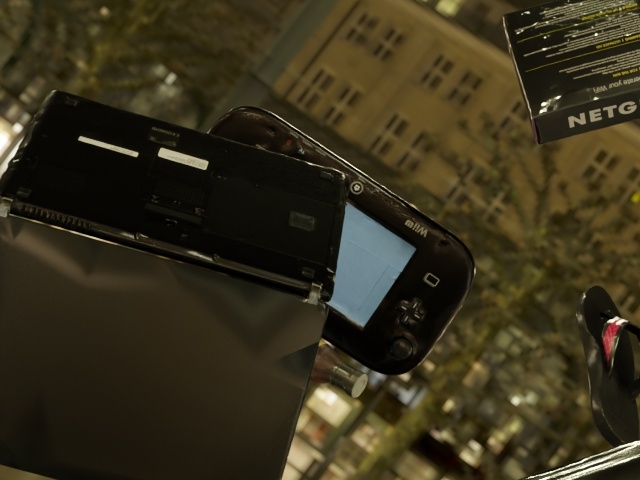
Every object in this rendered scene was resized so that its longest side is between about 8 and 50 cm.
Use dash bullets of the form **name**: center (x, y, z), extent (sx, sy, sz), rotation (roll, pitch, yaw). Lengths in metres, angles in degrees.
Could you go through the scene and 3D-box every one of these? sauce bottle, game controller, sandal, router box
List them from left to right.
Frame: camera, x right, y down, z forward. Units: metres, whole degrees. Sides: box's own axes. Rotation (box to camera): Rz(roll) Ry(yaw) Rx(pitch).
- **sauce bottle**: center (-0.012, 0.111, 1.441), extent (0.128, 0.042, 0.042), rotation (27, -10, 25)
- **game controller**: center (0.000, 0.000, 1.556), extent (0.319, 0.166, 0.067), rotation (33, 13, -3)
- **router box**: center (0.268, -0.171, 1.371), extent (0.046, 0.179, 0.133), rotation (66, 12, -53)
- **sandal**: center (0.251, 0.100, 1.246), extent (0.067, 0.040, 0.179), rotation (37, 31, -22)

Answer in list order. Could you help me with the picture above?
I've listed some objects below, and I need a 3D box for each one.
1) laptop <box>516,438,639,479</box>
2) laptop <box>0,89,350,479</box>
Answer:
- **laptop**: center (0.141, 0.401, 0.967), extent (0.236, 0.382, 0.407), rotation (-101, 172, -68)
- **laptop**: center (-0.117, 0.037, 1.034), extent (0.234, 0.136, 0.264), rotation (16, 32, -4)
